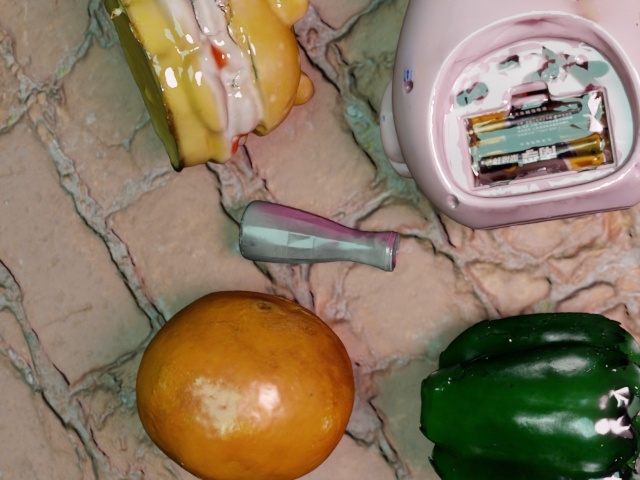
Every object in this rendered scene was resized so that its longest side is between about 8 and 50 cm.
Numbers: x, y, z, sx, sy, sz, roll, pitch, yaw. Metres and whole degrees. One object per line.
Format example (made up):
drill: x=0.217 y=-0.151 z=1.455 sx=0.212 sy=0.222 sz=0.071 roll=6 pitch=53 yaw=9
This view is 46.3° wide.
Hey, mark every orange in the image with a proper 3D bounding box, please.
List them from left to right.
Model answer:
orange: x=-0.095 y=0.184 z=0.970 sx=0.284 sy=0.284 sz=0.226 roll=18 pitch=105 yaw=17

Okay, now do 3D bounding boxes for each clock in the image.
clock: x=0.236 y=-0.202 z=0.855 sx=0.368 sy=0.250 sz=0.377 roll=-9 pitch=90 yaw=20

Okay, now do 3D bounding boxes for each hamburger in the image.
hamburger: x=-0.135 y=-0.250 z=0.980 sx=0.237 sy=0.276 sz=0.276 roll=-23 pitch=85 yaw=-12

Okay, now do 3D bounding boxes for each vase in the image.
vase: x=0.000 y=0.000 z=1.038 sx=0.214 sy=0.086 sz=0.086 roll=9 pitch=96 yaw=13

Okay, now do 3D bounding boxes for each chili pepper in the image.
chili pepper: x=0.258 y=0.213 z=0.889 sx=0.256 sy=0.233 sz=0.248 roll=-6 pitch=87 yaw=25
